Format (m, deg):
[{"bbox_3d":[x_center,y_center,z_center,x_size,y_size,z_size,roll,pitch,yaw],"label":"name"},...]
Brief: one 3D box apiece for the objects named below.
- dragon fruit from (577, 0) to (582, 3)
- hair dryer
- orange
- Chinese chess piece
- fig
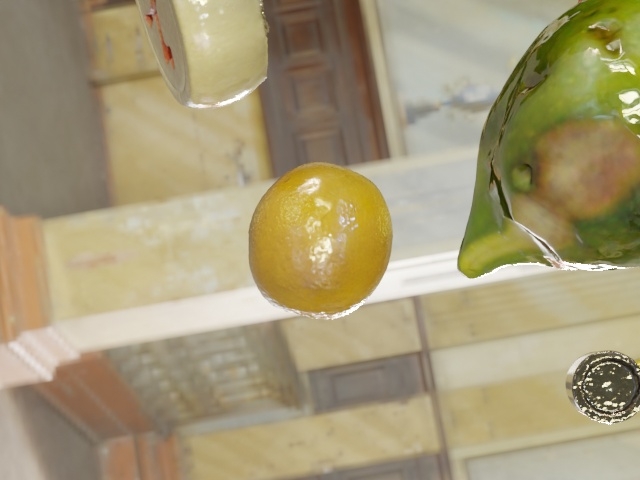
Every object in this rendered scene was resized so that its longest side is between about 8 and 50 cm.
[{"bbox_3d":[0.481,-0.327,2.043,0.268,0.210,0.205,-56,172,-6],"label":"dragon fruit"},{"bbox_3d":[0.447,0.154,1.754,0.135,0.279,0.090,43,29,-82],"label":"hair dryer"},{"bbox_3d":[0.000,0.000,2.053,0.236,0.236,0.236,-10,90,-89],"label":"orange"},{"bbox_3d":[-0.193,-0.371,2.154,0.338,0.141,0.338,163,-90,-76],"label":"Chinese chess piece"},{"bbox_3d":[0.187,-0.053,1.009,0.275,0.206,0.206,-40,-128,47],"label":"fig"}]
